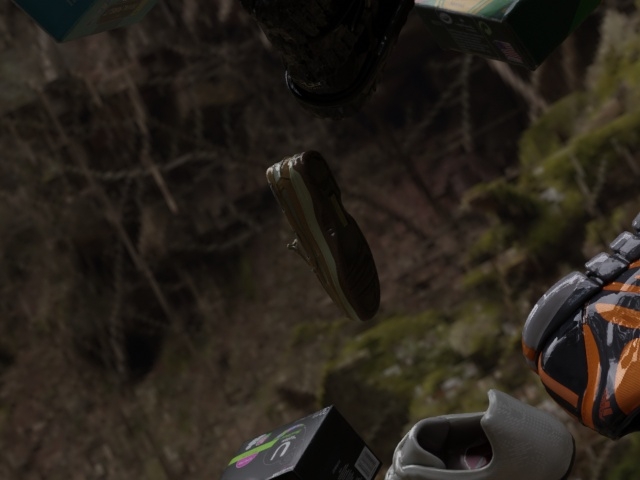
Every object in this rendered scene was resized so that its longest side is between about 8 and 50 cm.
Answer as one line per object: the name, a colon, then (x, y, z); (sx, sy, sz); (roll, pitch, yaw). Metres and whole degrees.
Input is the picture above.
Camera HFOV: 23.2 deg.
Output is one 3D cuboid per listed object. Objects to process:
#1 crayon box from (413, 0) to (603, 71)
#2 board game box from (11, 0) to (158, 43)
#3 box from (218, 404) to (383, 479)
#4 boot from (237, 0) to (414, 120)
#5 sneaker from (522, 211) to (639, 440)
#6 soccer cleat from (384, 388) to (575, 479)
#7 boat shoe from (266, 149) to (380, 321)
crayon box: (0.276, -0.342, 1.787); (0.318, 0.081, 0.202); (-45, 29, -11)
board game box: (-0.298, -0.329, 1.634); (0.079, 0.254, 0.336); (-46, 3, 13)
box: (-0.017, 0.146, 0.931); (0.083, 0.052, 0.062); (-27, 18, 39)
boot: (0.024, -0.324, 1.643); (0.131, 0.348, 0.260); (6, -23, 19)
sneaker: (0.321, 0.037, 1.224); (0.321, 0.180, 0.124); (-48, -50, 7)
soccer cleat: (0.110, 0.245, 1.608); (0.331, 0.143, 0.116); (-36, 29, 36)
boat shoe: (0.000, 0.000, 1.628); (0.072, 0.190, 0.068); (-17, 9, 34)
